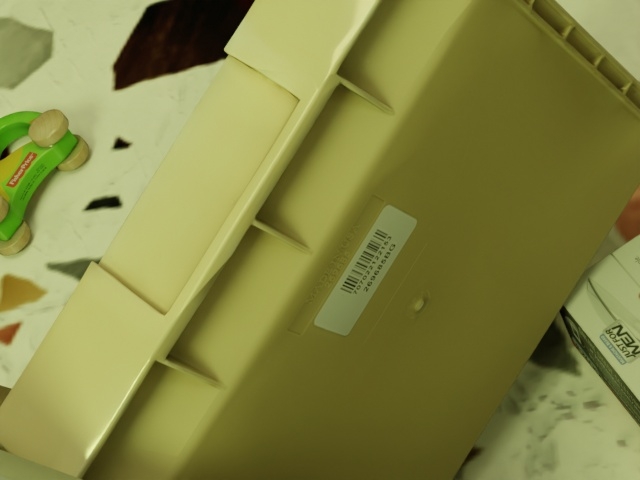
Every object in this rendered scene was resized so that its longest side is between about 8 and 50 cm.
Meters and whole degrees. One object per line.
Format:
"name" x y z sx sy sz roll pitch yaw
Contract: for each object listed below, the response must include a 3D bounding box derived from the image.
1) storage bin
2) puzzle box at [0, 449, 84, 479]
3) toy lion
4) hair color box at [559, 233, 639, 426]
"storage bin" 0.000 0.000 0.762 0.123 0.260 0.262 35 94 32
"puzzle box" -0.101 0.198 0.548 0.052 0.409 0.272 -42 33 41
"toy lion" -0.198 -0.036 1.062 0.096 0.034 0.100 15 64 39
"hair color box" 0.204 0.020 0.838 0.167 0.053 0.093 -32 50 -3
